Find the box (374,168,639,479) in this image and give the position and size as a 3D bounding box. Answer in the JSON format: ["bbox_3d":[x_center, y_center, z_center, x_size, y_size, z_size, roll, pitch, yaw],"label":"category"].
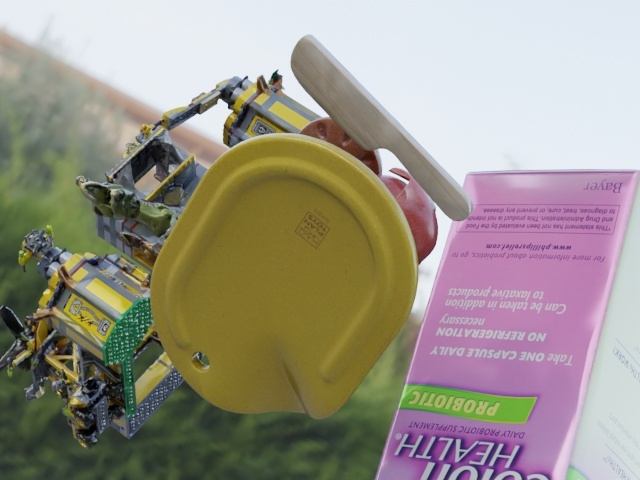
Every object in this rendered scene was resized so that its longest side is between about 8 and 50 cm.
[{"bbox_3d":[0.150,0.114,0.899,0.117,0.243,0.213,0,-28,35],"label":"box"}]

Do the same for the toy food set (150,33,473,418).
[{"bbox_3d":[0.000,0.000,0.789,0.128,0.071,0.218,40,-55,6],"label":"toy food set"}]

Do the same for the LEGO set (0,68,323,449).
[{"bbox_3d":[-0.157,-0.011,1.249,0.192,0.331,0.255,33,-23,17],"label":"LEGO set"}]
